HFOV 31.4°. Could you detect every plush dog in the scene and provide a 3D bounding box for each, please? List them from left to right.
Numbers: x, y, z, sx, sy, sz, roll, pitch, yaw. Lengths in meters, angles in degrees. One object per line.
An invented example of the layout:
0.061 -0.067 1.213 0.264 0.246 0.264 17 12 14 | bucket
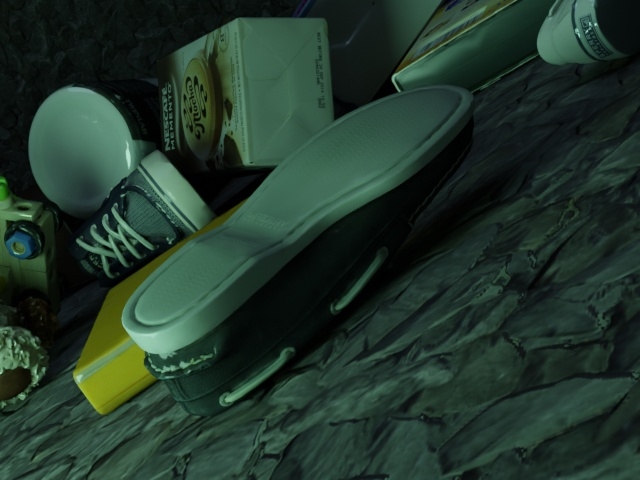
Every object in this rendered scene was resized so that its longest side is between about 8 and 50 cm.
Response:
-0.420 0.127 1.275 0.262 0.211 0.225 -32 -14 6 | plush dog

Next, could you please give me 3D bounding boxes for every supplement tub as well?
-0.263 -0.144 1.688 0.193 0.194 0.316 -28 -4 27 | supplement tub

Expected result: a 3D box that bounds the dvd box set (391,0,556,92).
0.258 -0.294 1.300 0.307 0.062 0.420 -29 13 24 | dvd box set

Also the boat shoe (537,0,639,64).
0.270 -0.238 0.979 0.258 0.095 0.084 -41 18 -32 | boat shoe

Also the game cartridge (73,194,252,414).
-0.065 0.012 1.043 0.323 0.053 0.285 -32 12 3 | game cartridge

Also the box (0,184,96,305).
-0.491 0.023 1.779 0.381 0.143 0.191 -20 20 21 | box

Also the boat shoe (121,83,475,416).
0.000 0.000 0.799 0.302 0.091 0.114 -37 32 -16 | boat shoe

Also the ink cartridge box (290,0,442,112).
0.065 -0.347 1.631 0.270 0.151 0.395 -54 7 12 | ink cartridge box

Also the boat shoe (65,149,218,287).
-0.223 -0.008 1.385 0.158 0.127 0.340 -41 4 -10 | boat shoe

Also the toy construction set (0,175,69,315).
-0.431 0.030 1.405 0.215 0.328 0.151 8 47 9 | toy construction set

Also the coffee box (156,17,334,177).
-0.100 -0.166 1.411 0.118 0.168 0.297 -5 1 -26 | coffee box
